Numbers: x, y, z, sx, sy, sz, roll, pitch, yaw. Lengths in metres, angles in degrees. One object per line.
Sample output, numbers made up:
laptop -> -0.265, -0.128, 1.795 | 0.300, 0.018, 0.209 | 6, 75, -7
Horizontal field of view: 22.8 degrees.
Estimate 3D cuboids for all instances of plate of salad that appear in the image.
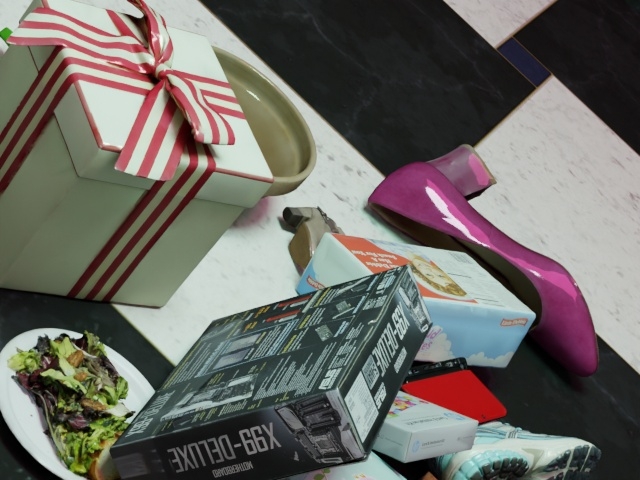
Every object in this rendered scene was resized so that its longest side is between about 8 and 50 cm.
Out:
plate of salad -> -0.224, 0.159, 1.548 | 0.199, 0.048, 0.200 | 28, 34, -21

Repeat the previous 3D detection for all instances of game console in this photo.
game console -> 0.125, 0.190, 1.863 | 0.144, 0.124, 0.085 | -5, 76, -51

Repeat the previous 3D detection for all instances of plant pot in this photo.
plant pot -> -0.131, -0.126, 1.955 | 0.237, 0.110, 0.237 | 30, 33, -21

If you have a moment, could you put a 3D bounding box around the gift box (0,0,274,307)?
gift box -> -0.229, -0.094, 1.658 | 0.276, 0.258, 0.255 | 6, 45, -46

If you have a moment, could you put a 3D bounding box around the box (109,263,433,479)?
box -> -0.040, 0.140, 1.569 | 0.077, 0.242, 0.307 | 67, 21, -14

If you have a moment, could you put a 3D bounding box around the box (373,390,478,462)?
box -> 0.056, 0.188, 1.730 | 0.186, 0.038, 0.145 | 20, 10, 33

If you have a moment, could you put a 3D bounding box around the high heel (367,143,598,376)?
high heel -> 0.222, 0.054, 2.174 | 0.181, 0.127, 0.377 | -28, 74, -28

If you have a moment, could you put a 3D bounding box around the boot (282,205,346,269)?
boot -> 0.000, 0.000, 2.011 | 0.087, 0.042, 0.118 | 18, 38, -37

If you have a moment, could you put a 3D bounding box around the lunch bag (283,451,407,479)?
lunch bag -> -0.016, 0.295, 1.552 | 0.224, 0.108, 0.279 | 43, 31, 1

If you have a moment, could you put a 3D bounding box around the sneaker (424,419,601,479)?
sneaker -> 0.227, 0.251, 1.889 | 0.283, 0.110, 0.122 | 12, 25, -49

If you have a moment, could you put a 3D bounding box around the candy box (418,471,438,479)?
candy box -> 0.151, 0.353, 1.724 | 0.186, 0.053, 0.109 | 44, 30, 6

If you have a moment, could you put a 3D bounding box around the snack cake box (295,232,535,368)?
snack cake box -> 0.121, 0.076, 1.965 | 0.264, 0.089, 0.152 | 9, 26, -43

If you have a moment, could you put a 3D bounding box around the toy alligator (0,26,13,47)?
toy alligator -> -0.313, -0.184, 1.867 | 0.189, 0.056, 0.051 | 41, -15, 22
